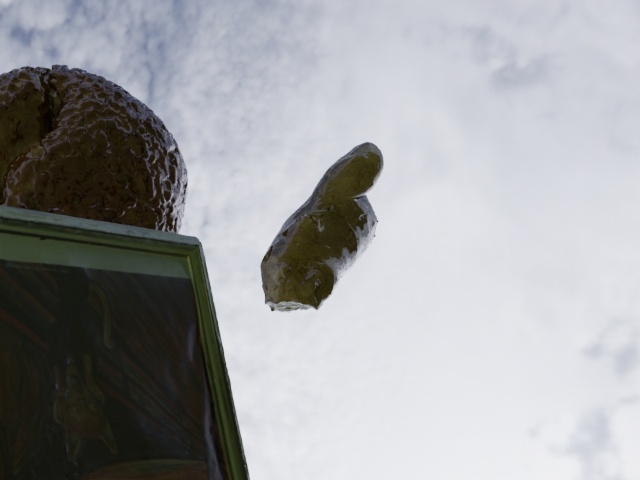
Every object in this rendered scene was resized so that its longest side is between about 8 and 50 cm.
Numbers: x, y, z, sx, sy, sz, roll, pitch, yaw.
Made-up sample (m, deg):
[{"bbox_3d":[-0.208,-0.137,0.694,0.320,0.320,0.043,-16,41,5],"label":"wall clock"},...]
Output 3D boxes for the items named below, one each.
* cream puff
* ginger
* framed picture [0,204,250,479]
[{"bbox_3d":[-0.310,-0.059,1.254,0.303,0.212,0.303,-1,-94,10],"label":"cream puff"},{"bbox_3d":[0.001,0.003,1.033,0.081,0.115,0.205,36,-125,-3],"label":"ginger"},{"bbox_3d":[-0.116,0.110,0.636,0.216,0.016,0.273,9,-118,-52],"label":"framed picture"}]
